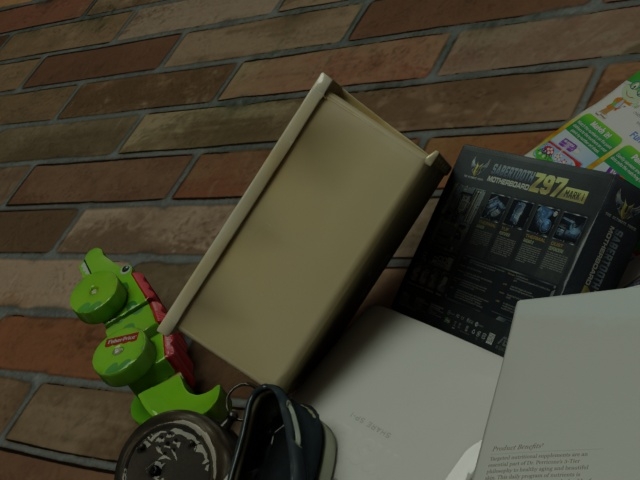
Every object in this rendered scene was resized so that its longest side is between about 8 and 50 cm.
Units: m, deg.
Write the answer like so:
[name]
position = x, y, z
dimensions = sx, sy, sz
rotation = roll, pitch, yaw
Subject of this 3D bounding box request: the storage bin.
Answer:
[storage bin]
position = 0.000, 0.000, 1.129
dimensions = 0.262, 0.123, 0.260
rotation = -58, -7, 5

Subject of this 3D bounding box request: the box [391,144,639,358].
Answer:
[box]
position = 0.177, 0.015, 1.097
dimensions = 0.232, 0.059, 0.183
rotation = 21, 87, 60

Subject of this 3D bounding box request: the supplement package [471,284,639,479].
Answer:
[supplement package]
position = 0.233, 0.190, 0.801
dimensions = 0.199, 0.198, 0.263
rotation = -10, 43, 35

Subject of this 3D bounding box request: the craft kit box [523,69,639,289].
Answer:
[craft kit box]
position = 0.308, -0.052, 1.145
dimensions = 0.246, 0.061, 0.250
rotation = -38, 35, 4

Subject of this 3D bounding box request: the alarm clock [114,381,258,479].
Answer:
[alarm clock]
position = -0.125, 0.215, 1.162
dimensions = 0.129, 0.064, 0.192
rotation = 38, 85, 29

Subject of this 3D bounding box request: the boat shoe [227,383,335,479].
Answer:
[boat shoe]
position = -0.043, 0.223, 0.918
dimensions = 0.095, 0.079, 0.254
rotation = -19, 38, 31

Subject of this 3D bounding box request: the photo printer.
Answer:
[photo printer]
position = 0.042, 0.217, 1.013
dimensions = 0.307, 0.107, 0.256
rotation = -49, 36, -14

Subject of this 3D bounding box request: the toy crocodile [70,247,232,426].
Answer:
[toy crocodile]
position = -0.201, 0.112, 1.354
dimensions = 0.105, 0.115, 0.340
rotation = -32, 36, -4
